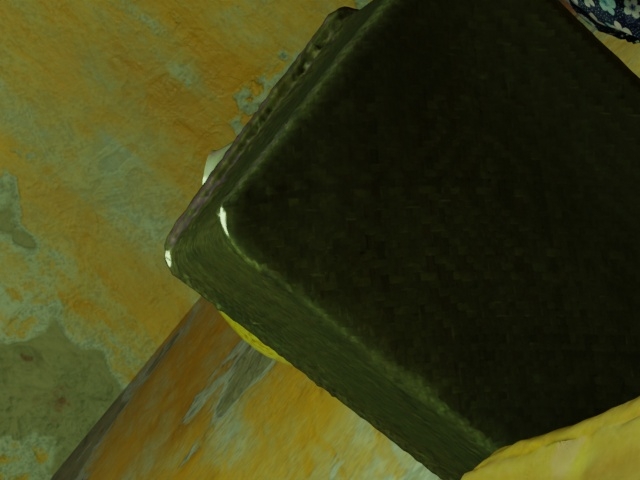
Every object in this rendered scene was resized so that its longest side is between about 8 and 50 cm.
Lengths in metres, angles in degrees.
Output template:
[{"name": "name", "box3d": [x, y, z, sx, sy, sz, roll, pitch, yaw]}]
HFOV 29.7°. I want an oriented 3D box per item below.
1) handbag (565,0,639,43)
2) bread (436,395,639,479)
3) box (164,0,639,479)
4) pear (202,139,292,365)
[{"name": "handbag", "box3d": [0.247, -0.253, 0.986, 0.127, 0.228, 0.208, -33, 13, -6]}, {"name": "bread", "box3d": [0.123, 0.125, 0.410, 0.241, 0.136, 0.107, -38, 14, 50]}, {"name": "box", "box3d": [0.089, 0.012, 0.575, 0.184, 0.273, 0.143, -54, 9, -16]}, {"name": "pear", "box3d": [0.000, 0.000, 1.219, 0.271, 0.271, 0.271, -49, 10, 11]}]
